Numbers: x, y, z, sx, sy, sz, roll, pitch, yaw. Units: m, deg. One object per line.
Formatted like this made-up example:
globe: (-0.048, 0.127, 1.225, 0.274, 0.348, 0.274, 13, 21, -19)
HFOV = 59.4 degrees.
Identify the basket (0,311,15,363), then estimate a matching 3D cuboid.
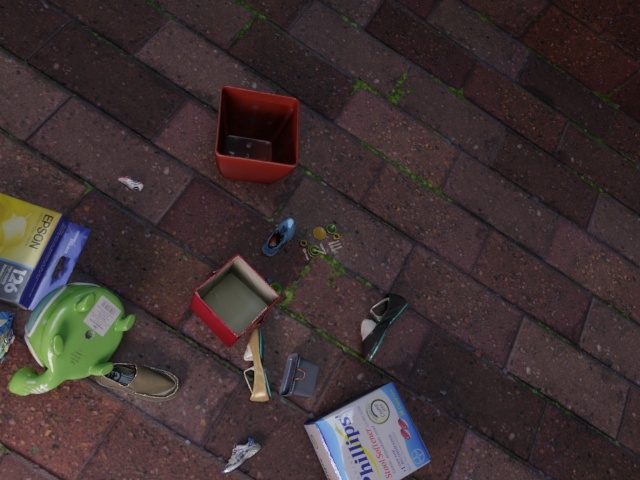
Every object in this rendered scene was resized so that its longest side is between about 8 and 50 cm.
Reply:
basket: (-0.924, 0.218, 1.474, 0.201, 0.255, 0.288, -8, 103, -17)

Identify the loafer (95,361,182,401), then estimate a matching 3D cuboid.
loafer: (-0.527, 0.409, 1.627, 0.251, 0.087, 0.094, 13, 67, -12)

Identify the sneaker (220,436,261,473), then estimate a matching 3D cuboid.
sneaker: (-0.244, 0.635, 1.657, 0.135, 0.052, 0.058, -30, 71, -32)

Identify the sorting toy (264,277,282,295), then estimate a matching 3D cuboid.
sorting toy: (-0.180, 0.155, 1.867, 0.102, 0.042, 0.061, 15, 81, -24)

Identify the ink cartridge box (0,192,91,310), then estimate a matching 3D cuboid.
ink cartridge box: (-0.896, 0.036, 1.669, 0.307, 0.072, 0.303, 18, 65, -8)

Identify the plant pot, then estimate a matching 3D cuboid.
plant pot: (-0.230, -0.334, 1.927, 0.267, 0.236, 0.267, 6, 68, -14)

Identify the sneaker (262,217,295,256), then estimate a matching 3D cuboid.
sneaker: (-0.134, -0.017, 1.924, 0.063, 0.073, 0.162, 35, 64, -2)

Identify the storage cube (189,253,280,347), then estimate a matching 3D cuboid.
storage cube: (-0.269, 0.193, 1.735, 0.215, 0.193, 0.184, 45, 64, 2)

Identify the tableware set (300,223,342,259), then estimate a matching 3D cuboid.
tableware set: (0.000, 0.000, 1.988, 0.154, 0.024, 0.104, -19, 76, -22)

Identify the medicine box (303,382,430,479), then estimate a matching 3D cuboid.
medicine box: (0.139, 0.620, 1.722, 0.289, 0.149, 0.263, -21, 77, -24)

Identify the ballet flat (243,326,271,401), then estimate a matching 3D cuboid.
ballet flat: (-0.205, 0.385, 1.748, 0.073, 0.080, 0.232, -9, 71, -5)

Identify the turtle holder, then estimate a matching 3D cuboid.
turtle holder: (-0.697, 0.272, 1.558, 0.243, 0.227, 0.320, 16, 86, -57)

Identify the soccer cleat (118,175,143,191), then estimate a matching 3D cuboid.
soccer cleat: (-0.630, -0.187, 1.860, 0.083, 0.029, 0.035, 16, 61, -16)

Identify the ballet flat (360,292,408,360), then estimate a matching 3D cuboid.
ballet flat: (0.195, 0.285, 1.908, 0.096, 0.095, 0.280, 35, 53, 9)

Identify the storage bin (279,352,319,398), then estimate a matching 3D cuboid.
storage bin: (-0.059, 0.433, 1.768, 0.091, 0.098, 0.135, 21, 64, -20)
